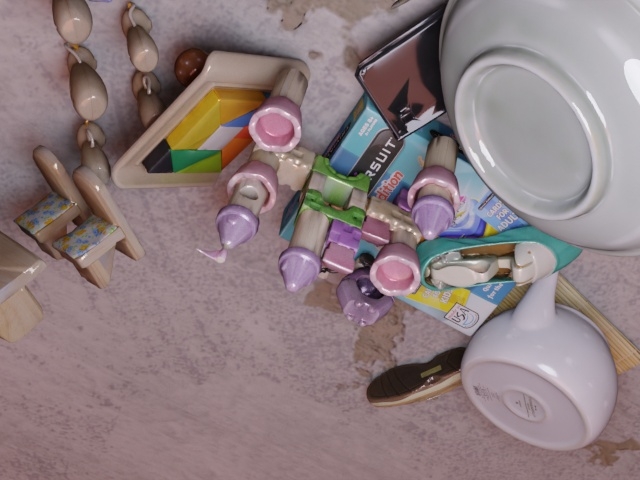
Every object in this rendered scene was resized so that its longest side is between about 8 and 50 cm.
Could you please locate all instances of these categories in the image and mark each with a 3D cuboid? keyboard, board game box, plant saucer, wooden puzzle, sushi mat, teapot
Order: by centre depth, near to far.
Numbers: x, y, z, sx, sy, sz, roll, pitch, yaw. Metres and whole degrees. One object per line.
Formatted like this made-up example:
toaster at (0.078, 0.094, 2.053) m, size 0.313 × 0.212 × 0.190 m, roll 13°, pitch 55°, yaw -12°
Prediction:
plant saucer at (0.264, -0.137, 1.327) m, size 0.400 × 0.100 × 0.400 m, roll 37°, pitch 146°, yaw 31°
keyboard at (0.222, -0.233, 1.506) m, size 0.317 × 0.033 × 0.201 m, roll -32°, pitch 112°, yaw 8°
wooden puzzle at (-0.140, -0.151, 1.540) m, size 0.238 × 0.221 × 0.044 m, roll -46°, pitch 69°, yaw 28°
board game box at (0.148, -0.036, 1.659) m, size 0.336 × 0.079 × 0.253 m, roll 27°, pitch 123°, yaw -12°
teapot at (0.350, 0.185, 1.743) m, size 0.252 × 0.187 × 0.256 m, roll 39°, pitch 148°, yaw -1°
sushi mat at (0.363, 0.135, 1.821) m, size 0.151 × 0.019 × 0.316 m, roll -36°, pitch 116°, yaw 27°

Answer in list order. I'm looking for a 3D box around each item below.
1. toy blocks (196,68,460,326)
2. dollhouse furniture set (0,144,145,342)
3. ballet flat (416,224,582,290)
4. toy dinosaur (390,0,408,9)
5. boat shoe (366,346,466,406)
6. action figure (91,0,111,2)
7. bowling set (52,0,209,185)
toy blocks at (0.000, 0.000, 1.481) m, size 0.289 × 0.260 × 0.309 m, roll 23°, pitch 130°, yaw -6°
dollhouse furniture set at (-0.513, -0.014, 1.531) m, size 0.362 × 0.394 × 0.256 m, roll -41°, pitch 126°, yaw -20°
ballet flat at (0.248, 0.033, 1.593) m, size 0.247 × 0.087 × 0.083 m, roll -6°, pitch 122°, yaw 10°
toy dinosaur at (0.124, -0.404, 1.342) m, size 0.121 × 0.160 × 0.313 m, roll 33°, pitch 126°, yaw -6°
boat shoe at (0.172, 0.240, 1.886) m, size 0.190 × 0.068 × 0.072 m, roll -19°, pitch 135°, yaw 17°
action figure at (-0.169, -0.431, 1.259) m, size 0.179 × 0.330 × 0.341 m, roll 3°, pitch 96°, yaw -13°
bowling set at (-0.250, -0.223, 1.541) m, size 0.200 × 0.154 × 0.287 m, roll -8°, pitch 126°, yaw -14°
